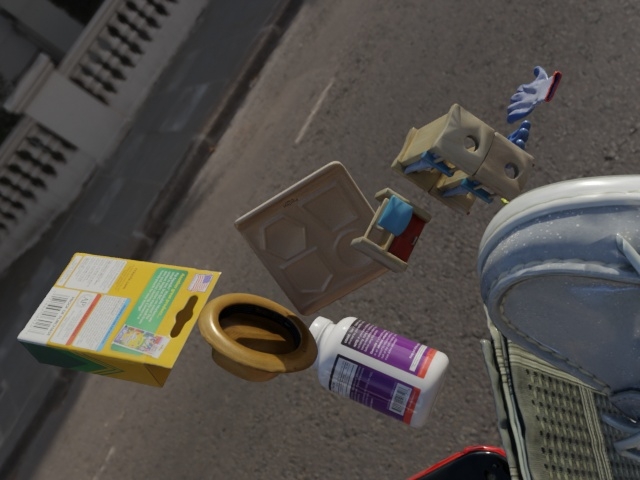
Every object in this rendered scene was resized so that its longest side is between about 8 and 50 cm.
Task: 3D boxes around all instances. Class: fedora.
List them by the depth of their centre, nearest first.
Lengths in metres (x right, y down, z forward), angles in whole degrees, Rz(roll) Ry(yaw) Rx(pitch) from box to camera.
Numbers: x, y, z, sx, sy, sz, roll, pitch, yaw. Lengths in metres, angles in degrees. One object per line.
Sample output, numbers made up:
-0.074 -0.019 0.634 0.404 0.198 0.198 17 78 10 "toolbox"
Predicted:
-0.103 0.162 1.104 0.194 0.195 0.079 -107 37 -57 "fedora"

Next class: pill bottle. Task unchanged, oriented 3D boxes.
0.122 0.292 1.656 0.323 0.181 0.181 21 72 16 "pill bottle"

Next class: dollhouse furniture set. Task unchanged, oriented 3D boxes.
0.152 -0.046 0.901 0.183 0.129 0.129 -62 13 -14 "dollhouse furniture set"

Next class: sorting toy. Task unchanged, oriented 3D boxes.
0.000 0.000 1.110 0.193 0.208 0.038 -30 23 14 "sorting toy"

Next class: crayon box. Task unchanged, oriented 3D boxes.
-0.341 0.138 1.266 0.323 0.083 0.203 6 51 23 "crayon box"

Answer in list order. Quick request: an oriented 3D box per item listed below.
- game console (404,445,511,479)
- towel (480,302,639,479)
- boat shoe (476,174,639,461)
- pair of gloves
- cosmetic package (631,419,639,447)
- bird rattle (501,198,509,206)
0.179 0.486 0.890 0.342 0.060 0.386 -29 62 2 "game console"
0.296 0.233 0.853 0.056 0.324 0.312 -25 56 36 "towel"
0.214 0.071 0.293 0.103 0.321 0.118 -58 -11 -38 "boat shoe"
0.290 -0.173 1.055 0.198 0.023 0.159 -65 6 -3 "pair of gloves"
0.711 0.205 1.058 0.453 0.162 0.229 -13 66 47 "cosmetic package"
0.388 0.036 1.268 0.143 0.253 0.206 3 54 14 "bird rattle"
